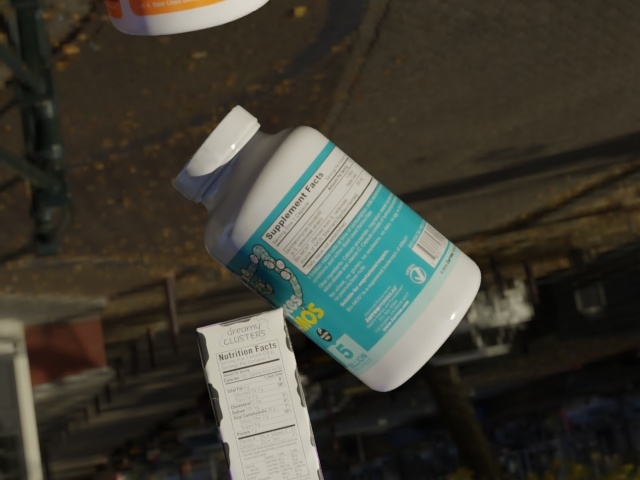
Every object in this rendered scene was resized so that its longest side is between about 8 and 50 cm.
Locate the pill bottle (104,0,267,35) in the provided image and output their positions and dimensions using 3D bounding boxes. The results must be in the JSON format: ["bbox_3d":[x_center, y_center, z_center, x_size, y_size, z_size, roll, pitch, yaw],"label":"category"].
[{"bbox_3d":[-0.076,-0.181,0.611,0.086,0.152,0.086,-9,-155,4],"label":"pill bottle"}]

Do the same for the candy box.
[{"bbox_3d":[-0.042,0.158,1.017,0.070,0.196,0.165,-14,174,-5],"label":"candy box"}]

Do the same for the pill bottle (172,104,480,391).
[{"bbox_3d":[0.000,0.000,1.132,0.146,0.264,0.146,-50,-177,3],"label":"pill bottle"}]
